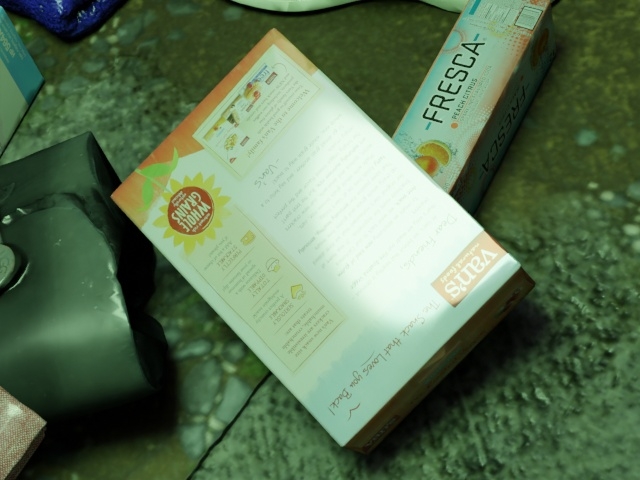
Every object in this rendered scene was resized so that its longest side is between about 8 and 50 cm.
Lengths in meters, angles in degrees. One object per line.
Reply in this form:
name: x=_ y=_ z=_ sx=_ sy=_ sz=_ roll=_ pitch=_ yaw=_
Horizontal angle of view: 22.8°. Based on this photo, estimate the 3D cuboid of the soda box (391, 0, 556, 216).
soda box: x=0.102 y=-0.089 z=1.100 sx=0.058 sy=0.063 sz=0.183 roll=18 pitch=63 yaw=23

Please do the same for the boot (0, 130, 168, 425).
boot: x=-0.310 y=0.140 z=1.014 sx=0.445 sy=0.146 sz=0.367 roll=-15 pitch=56 yaw=-1

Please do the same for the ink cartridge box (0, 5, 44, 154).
ink cartridge box: x=-0.290 y=-0.100 z=1.191 sx=0.092 sy=0.090 sz=0.143 roll=12 pitch=60 yaw=21

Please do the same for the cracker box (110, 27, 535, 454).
cracker box: x=0.000 y=0.000 z=1.012 sx=0.156 sy=0.067 sz=0.232 roll=-45 pitch=69 yaw=3

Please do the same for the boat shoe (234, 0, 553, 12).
boat shoe: x=0.033 y=-0.235 z=1.199 sx=0.305 sy=0.091 sz=0.109 roll=6 pitch=58 yaw=18

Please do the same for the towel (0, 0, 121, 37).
towel: x=-0.245 y=-0.309 z=1.331 sx=0.308 sy=0.076 sz=0.228 roll=31 pitch=69 yaw=30

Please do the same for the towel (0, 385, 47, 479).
towel: x=-0.354 y=0.102 z=0.913 sx=0.329 sy=0.037 sz=0.237 roll=37 pitch=78 yaw=2
